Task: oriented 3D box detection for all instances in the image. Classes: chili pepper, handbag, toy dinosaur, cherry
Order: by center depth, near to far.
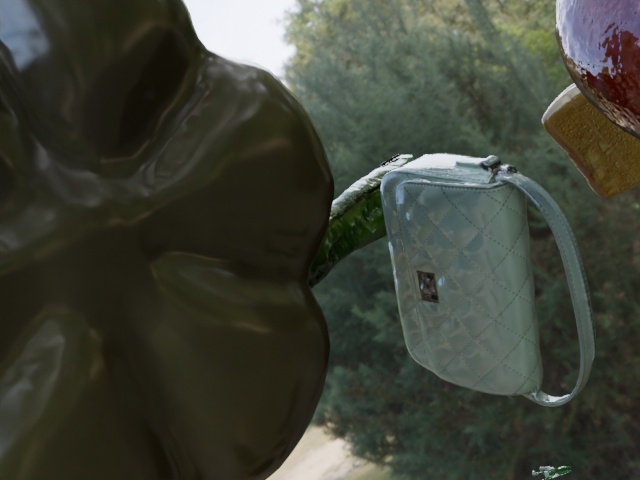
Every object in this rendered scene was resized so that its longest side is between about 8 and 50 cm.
[{"bbox_3d":[0.310,-0.163,0.656,0.239,0.239,0.206,-30,-21,-13],"label":"cherry"},{"bbox_3d":[0.162,0.042,0.788,0.079,0.256,0.219,-26,25,-31],"label":"handbag"},{"bbox_3d":[0.000,0.000,0.901,0.359,0.085,0.076,-31,-13,-31],"label":"chili pepper"},{"bbox_3d":[0.391,0.394,1.370,0.060,0.029,0.119,-19,-16,23],"label":"toy dinosaur"}]

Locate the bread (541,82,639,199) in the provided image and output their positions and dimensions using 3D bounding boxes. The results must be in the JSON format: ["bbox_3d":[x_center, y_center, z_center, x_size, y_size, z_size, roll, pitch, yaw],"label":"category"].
[{"bbox_3d":[0.418,-0.158,1.208,0.116,0.200,0.077,-34,28,25],"label":"bread"}]

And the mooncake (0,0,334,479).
[{"bbox_3d":[-0.207,0.026,0.592,0.467,0.467,0.262,-25,0,-39],"label":"mooncake"}]
